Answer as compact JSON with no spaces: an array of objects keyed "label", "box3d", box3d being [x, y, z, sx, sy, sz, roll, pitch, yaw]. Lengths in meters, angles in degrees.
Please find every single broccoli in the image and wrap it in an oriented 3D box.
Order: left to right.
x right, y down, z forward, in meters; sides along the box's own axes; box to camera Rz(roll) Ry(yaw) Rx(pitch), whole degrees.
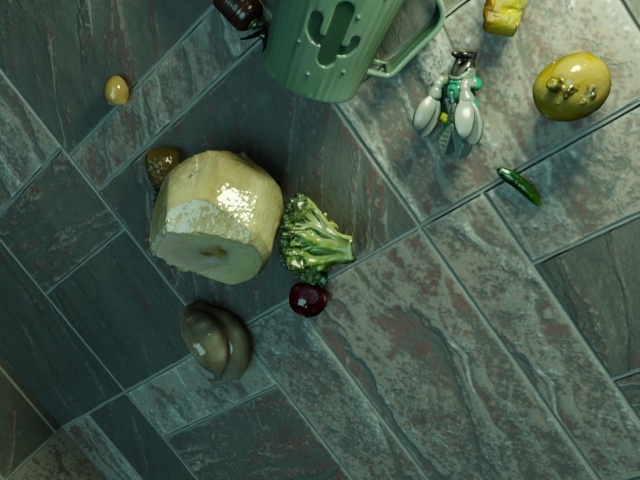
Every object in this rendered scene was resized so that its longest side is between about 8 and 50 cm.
[{"label":"broccoli","box3d":[0.000,0.000,1.863,0.245,0.248,0.288,5,161,15]}]

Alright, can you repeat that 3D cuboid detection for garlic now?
[{"label":"garlic","box3d":[-0.390,0.402,2.239,0.245,0.231,0.340,-4,107,24]}]

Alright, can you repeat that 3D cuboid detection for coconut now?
[{"label":"coconut","box3d":[-0.297,-0.096,1.879,0.404,0.404,0.405,11,119,20]}]

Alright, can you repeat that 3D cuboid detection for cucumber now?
[{"label":"cucumber","box3d":[0.526,-0.150,1.651,0.168,0.039,0.039,40,124,-1]}]

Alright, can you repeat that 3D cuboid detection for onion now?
[{"label":"onion","box3d":[-0.041,0.192,2.038,0.131,0.131,0.131,11,119,20]}]

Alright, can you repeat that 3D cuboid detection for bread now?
[{"label":"bread","box3d":[0.439,-0.597,1.431,0.094,0.102,0.246,16,122,9]}]

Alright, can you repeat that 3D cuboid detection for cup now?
[{"label":"cup","box3d":[0.073,-0.548,1.507,0.401,0.310,0.392,32,129,10]}]

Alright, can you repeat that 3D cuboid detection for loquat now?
[{"label":"loquat","box3d":[0.574,-0.352,1.436,0.172,0.204,0.149,-13,90,41]}]

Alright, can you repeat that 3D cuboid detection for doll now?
[{"label":"doll","box3d":[0.328,-0.339,1.593,0.195,0.153,0.258,-21,79,59]}]

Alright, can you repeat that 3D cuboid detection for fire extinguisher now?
[{"label":"fire extinguisher","box3d":[-0.251,-0.653,1.697,0.344,0.138,0.102,47,139,-2]}]

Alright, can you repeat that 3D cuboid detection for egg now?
[{"label":"egg","box3d":[-0.658,-0.481,2.007,0.080,0.080,0.096,3,109,24]}]

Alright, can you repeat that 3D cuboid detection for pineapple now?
[{"label":"pineapple","box3d":[-0.514,-0.184,2.072,0.128,0.128,0.248,16,126,17]}]

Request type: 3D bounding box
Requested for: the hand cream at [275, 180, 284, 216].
[{"label":"hand cream","box3d":[-0.134,-0.131,1.975,0.036,0.023,0.122,2,112,28]}]
